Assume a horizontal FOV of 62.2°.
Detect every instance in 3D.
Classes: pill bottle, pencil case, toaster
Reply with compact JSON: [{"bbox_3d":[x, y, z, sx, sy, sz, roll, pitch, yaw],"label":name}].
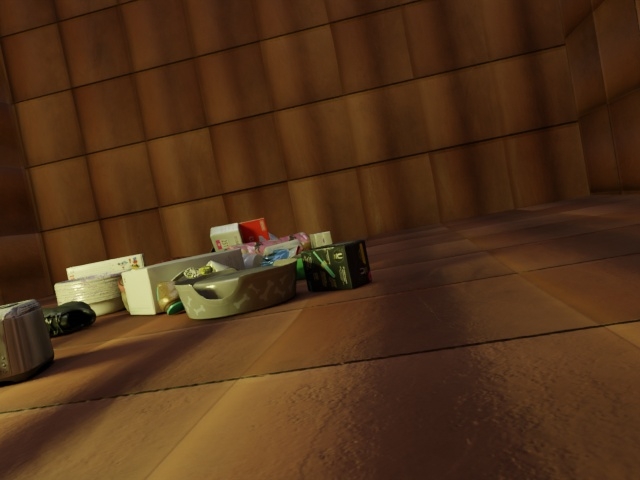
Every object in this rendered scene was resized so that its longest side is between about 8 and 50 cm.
[{"bbox_3d":[-0.323,0.115,2.081,0.208,0.119,0.119,-10,3,27],"label":"pill bottle"},{"bbox_3d":[-0.220,0.067,2.312,0.385,0.160,0.167,-12,28,-27],"label":"pencil case"},{"bbox_3d":[-0.651,0.211,1.117,0.128,0.147,0.227,-10,2,-8],"label":"toaster"}]

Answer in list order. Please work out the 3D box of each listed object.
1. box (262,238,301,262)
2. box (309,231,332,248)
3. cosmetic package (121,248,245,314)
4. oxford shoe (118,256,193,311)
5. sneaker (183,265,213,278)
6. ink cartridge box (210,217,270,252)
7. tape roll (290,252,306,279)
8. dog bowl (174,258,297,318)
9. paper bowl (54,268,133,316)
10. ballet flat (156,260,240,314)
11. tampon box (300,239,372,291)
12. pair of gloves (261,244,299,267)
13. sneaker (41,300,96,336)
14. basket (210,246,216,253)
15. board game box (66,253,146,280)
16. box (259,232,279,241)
[{"bbox_3d":[-0.169,0.075,2.148,0.145,0.038,0.186,-15,-27,-25],"label":"box"},{"bbox_3d":[0.000,0.000,2.136,0.062,0.067,0.324,-10,0,-5],"label":"box"},{"bbox_3d":[-0.455,0.135,1.810,0.365,0.155,0.196,-14,4,-41],"label":"cosmetic package"},{"bbox_3d":[-0.568,0.153,1.947,0.348,0.130,0.123,-20,30,-38],"label":"oxford shoe"},{"bbox_3d":[-0.345,0.093,1.506,0.083,0.031,0.035,-7,-11,-7],"label":"sneaker"},{"bbox_3d":[-0.339,0.041,2.364,0.238,0.275,0.060,-10,41,0],"label":"ink cartridge box"},{"bbox_3d":[-0.024,0.083,1.991,0.320,0.077,0.321,-12,3,1],"label":"tape roll"},{"bbox_3d":[-0.226,0.134,1.488,0.348,0.102,0.349,-11,2,0],"label":"dog bowl"},{"bbox_3d":[-0.835,0.203,1.998,0.283,0.148,0.284,-11,2,0],"label":"paper bowl"},{"bbox_3d":[-0.366,0.132,1.678,0.342,0.124,0.116,-16,-27,-42],"label":"ballet flat"},{"bbox_3d":[0.045,0.071,1.484,0.160,0.121,0.101,-8,4,40],"label":"tampon box"},{"bbox_3d":[-0.148,0.092,1.837,0.159,0.023,0.198,-21,35,24],"label":"pair of gloves"},{"bbox_3d":[-0.821,0.246,1.597,0.286,0.109,0.130,-16,11,-40],"label":"sneaker"},{"bbox_3d":[-0.420,0.093,2.588,0.204,0.154,0.227,23,-3,1],"label":"basket"},{"bbox_3d":[-0.870,0.178,2.197,0.304,0.193,0.053,-11,3,-6],"label":"board game box"},{"bbox_3d":[-0.250,0.034,2.535,0.203,0.103,0.114,33,11,10],"label":"box"}]
